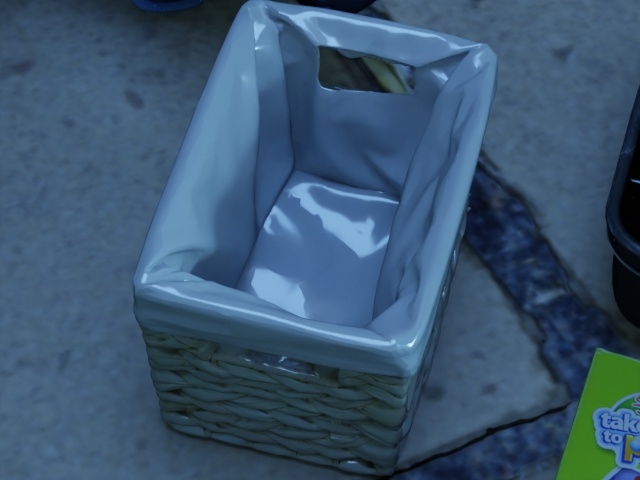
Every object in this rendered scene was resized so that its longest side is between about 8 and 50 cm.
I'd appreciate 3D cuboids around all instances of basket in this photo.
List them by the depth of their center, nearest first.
[{"bbox_3d":[0.000,0.000,0.792,0.113,0.103,0.167,12,50,8],"label":"basket"}]

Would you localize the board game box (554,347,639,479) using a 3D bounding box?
[{"bbox_3d":[0.226,0.193,0.660,0.347,0.078,0.233,16,51,10],"label":"board game box"}]

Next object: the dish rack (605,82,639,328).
[{"bbox_3d":[0.266,-0.018,0.840,0.271,0.074,0.208,15,52,9],"label":"dish rack"}]

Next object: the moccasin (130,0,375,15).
[{"bbox_3d":[-0.077,-0.180,0.931,0.117,0.138,0.342,-33,38,-8],"label":"moccasin"}]
